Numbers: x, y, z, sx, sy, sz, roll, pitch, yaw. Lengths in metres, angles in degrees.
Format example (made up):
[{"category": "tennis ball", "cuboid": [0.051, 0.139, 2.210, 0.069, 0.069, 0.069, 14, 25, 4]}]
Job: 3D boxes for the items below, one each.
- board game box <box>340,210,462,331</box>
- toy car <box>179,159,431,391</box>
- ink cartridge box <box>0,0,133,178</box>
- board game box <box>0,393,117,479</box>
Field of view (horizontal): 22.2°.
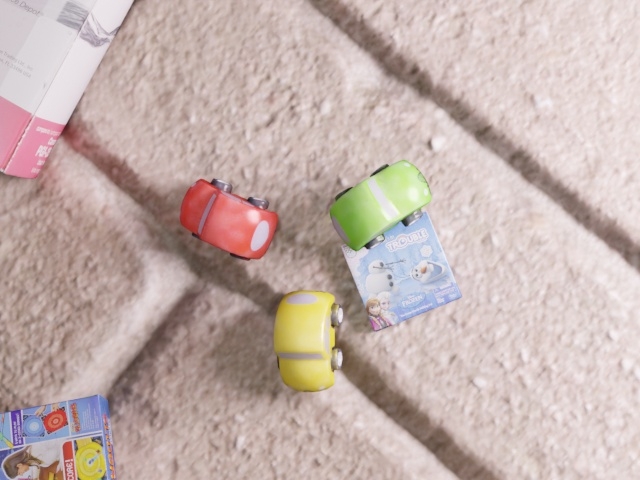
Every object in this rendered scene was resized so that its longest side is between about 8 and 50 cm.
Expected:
[{"category": "board game box", "cuboid": [0.077, 0.030, 1.560, 0.090, 0.020, 0.090, -23, 85, 6]}, {"category": "toy car", "cuboid": [0.000, 0.000, 1.536, 0.225, 0.053, 0.239, -35, 83, 14]}, {"category": "ink cartridge box", "cuboid": [-0.304, -0.230, 1.566, 0.207, 0.117, 0.283, 30, 92, 7]}, {"category": "board game box", "cuboid": [-0.261, 0.258, 1.563, 0.136, 0.035, 0.201, -10, 72, 6]}]
